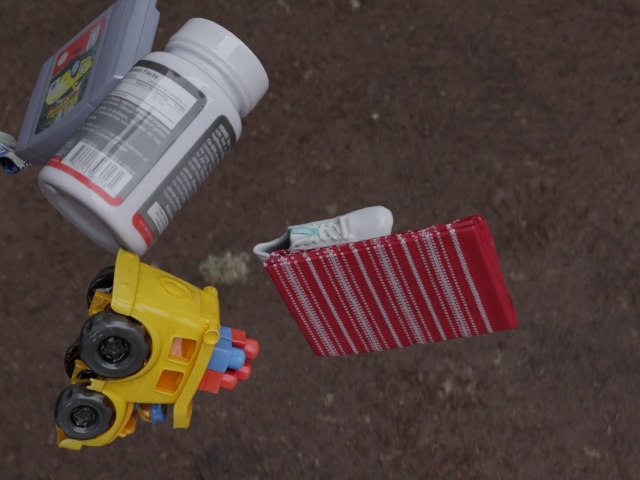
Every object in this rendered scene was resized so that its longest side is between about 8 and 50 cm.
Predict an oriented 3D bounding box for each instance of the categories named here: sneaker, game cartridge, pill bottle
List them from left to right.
[{"bbox_3d":[-0.497,-0.133,1.829,0.052,0.135,0.058,-15,72,33],"label":"sneaker"},{"bbox_3d":[-0.346,-0.226,1.636,0.294,0.060,0.196,-26,49,42],"label":"game cartridge"},{"bbox_3d":[-0.201,-0.129,1.391,0.161,0.161,0.283,29,69,25],"label":"pill bottle"},{"bbox_3d":[0.000,0.000,1.586,0.212,0.094,0.080,-24,51,29],"label":"sneaker"}]

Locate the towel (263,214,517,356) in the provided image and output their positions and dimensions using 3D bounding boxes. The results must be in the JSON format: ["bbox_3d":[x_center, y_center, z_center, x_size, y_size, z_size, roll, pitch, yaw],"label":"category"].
[{"bbox_3d":[0.091,0.062,1.377,0.275,0.199,0.031,-11,43,19],"label":"towel"}]

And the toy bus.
[{"bbox_3d":[-0.188,0.147,1.304,0.211,0.220,0.149,19,21,-16],"label":"toy bus"}]
